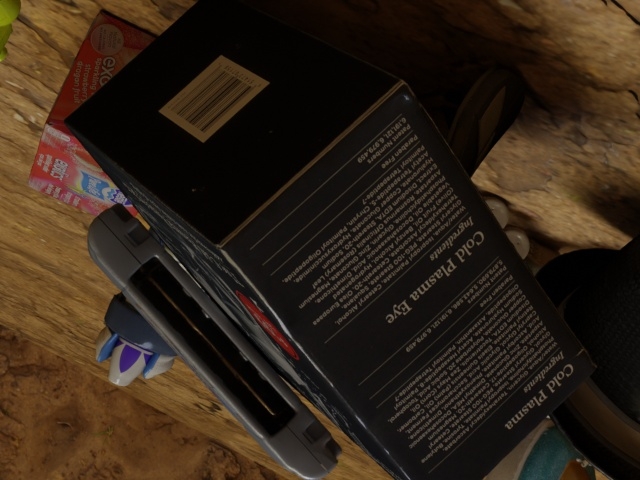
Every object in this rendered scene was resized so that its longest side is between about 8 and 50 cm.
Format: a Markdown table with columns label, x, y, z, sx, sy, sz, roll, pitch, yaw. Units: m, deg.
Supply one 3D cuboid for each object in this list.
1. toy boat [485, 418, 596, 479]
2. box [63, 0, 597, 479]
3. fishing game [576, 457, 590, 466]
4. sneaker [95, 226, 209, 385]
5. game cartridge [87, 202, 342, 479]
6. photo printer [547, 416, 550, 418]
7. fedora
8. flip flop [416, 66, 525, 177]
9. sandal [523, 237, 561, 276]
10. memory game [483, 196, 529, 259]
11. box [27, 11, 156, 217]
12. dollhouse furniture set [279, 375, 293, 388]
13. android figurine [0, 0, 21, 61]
| label | x | y | z | sx | sy | sz | roll | pitch | yaw |
| --- | --- | --- | --- | --- | --- | --- | --- | --- | --- |
| toy boat | 0.336 | 0.325 | 2.072 | 0.148 | 0.318 | 0.267 | 18 | 125 | 39 |
| box | 0.000 | 0.000 | 1.279 | 0.312 | 0.179 | 0.343 | 52 | 171 | -31 |
| fishing game | 0.431 | 0.298 | 1.839 | 0.264 | 0.041 | 0.189 | 25 | 160 | 2 |
| sneaker | -0.188 | 0.073 | 1.991 | 0.130 | 0.236 | 0.323 | 25 | 165 | -7 |
| game cartridge | -0.104 | 0.094 | 1.455 | 0.297 | 0.062 | 0.198 | 48 | 168 | -3 |
| photo printer | 0.301 | 0.139 | 1.771 | 0.307 | 0.107 | 0.256 | 14 | 163 | 27 |
| fedora | 0.345 | 0.091 | 1.380 | 0.334 | 0.334 | 0.152 | 23 | 134 | -2 |
| flip flop | 0.099 | -0.083 | 1.361 | 0.080 | 0.112 | 0.277 | 38 | 169 | 0 |
| sandal | 0.224 | 0.047 | 1.625 | 0.240 | 0.088 | 0.079 | 27 | -162 | 37 |
| memory game | 0.118 | 0.031 | 1.571 | 0.186 | 0.186 | 0.012 | 26 | -166 | -13 |
| box | -0.207 | -0.113 | 1.607 | 0.123 | 0.128 | 0.257 | 25 | 164 | -8 |
| dollhouse furniture set | 0.014 | 0.066 | 1.663 | 0.242 | 0.212 | 0.161 | 41 | 162 | -16 |
| android figurine | -0.405 | -0.250 | 1.560 | 0.248 | 0.056 | 0.273 | 13 | 161 | 29 |
